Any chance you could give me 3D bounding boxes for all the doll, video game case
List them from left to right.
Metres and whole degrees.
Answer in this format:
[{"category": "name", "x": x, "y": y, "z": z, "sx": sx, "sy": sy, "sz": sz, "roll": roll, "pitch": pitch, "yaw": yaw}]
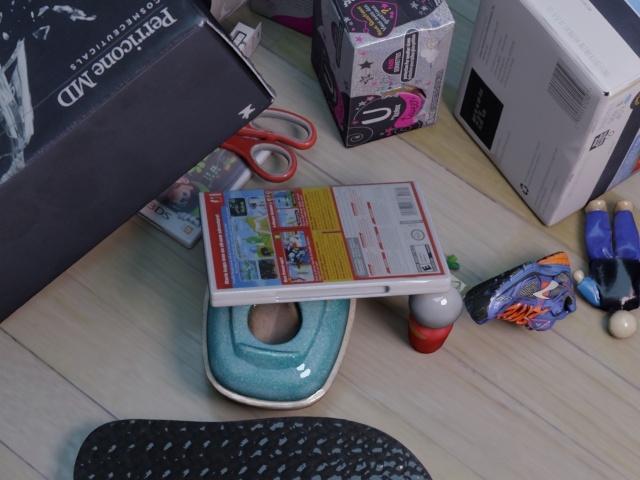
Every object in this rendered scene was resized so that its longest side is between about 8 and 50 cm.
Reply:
[{"category": "video game case", "x": -0.187, "y": -0.105, "z": 1.865, "sx": 0.173, "sy": 0.022, "sz": 0.190, "roll": 33, "pitch": 66, "yaw": 13}, {"category": "video game case", "x": 0.000, "y": 0.000, "z": 1.685, "sx": 0.285, "sy": 0.025, "sz": 0.204, "roll": -3, "pitch": 38, "yaw": -8}, {"category": "doll", "x": 0.392, "y": 0.039, "z": 1.808, "sx": 0.129, "sy": 0.046, "sz": 0.189, "roll": 2, "pitch": 63, "yaw": -1}]

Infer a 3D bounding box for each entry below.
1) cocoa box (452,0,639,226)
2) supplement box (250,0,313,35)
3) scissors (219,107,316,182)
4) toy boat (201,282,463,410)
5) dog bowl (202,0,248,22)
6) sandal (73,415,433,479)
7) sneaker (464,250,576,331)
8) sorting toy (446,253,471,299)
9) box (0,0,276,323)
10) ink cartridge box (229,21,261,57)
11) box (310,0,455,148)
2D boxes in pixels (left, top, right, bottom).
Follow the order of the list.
[{"category": "cocoa box", "x": 0.343, "y": -0.226, "z": 1.769, "sx": 0.228, "sy": 0.347, "sz": 0.231, "roll": -30, "pitch": 69, "yaw": -17}, {"category": "supplement box", "x": -0.025, "y": -0.399, "z": 1.910, "sx": 0.111, "sy": 0.220, "sz": 0.114, "roll": 25, "pitch": 64, "yaw": 8}, {"category": "scissors", "x": -0.155, "y": -0.155, "z": 1.871, "sx": 0.297, "sy": 0.021, "sz": 0.109, "roll": 16, "pitch": 67, "yaw": 7}, {"category": "toy boat", "x": 0.013, "y": 0.081, "z": 1.712, "sx": 0.318, "sy": 0.148, "sz": 0.268, "roll": 4, "pitch": 63, "yaw": 0}, {"category": "dog bowl", "x": -0.205, "y": -0.441, "z": 1.867, "sx": 0.102, "sy": 0.349, "sz": 0.349, "roll": -26, "pitch": 67, "yaw": -28}, {"category": "sandal", "x": -0.069, "y": 0.292, "z": 1.642, "sx": 0.445, "sy": 0.107, "sz": 0.168, "roll": 6, "pitch": 64, "yaw": 14}, {"category": "sneaker", "x": 0.261, "y": 0.073, "z": 1.722, "sx": 0.221, "sy": 0.083, "sz": 0.087, "roll": -15, "pitch": 78, "yaw": -49}, {"category": "sorting toy", "x": 0.165, "y": 0.058, "z": 1.806, "sx": 0.062, "sy": 0.012, "sz": 0.083, "roll": 33, "pitch": 70, "yaw": 18}, {"category": "box", "x": -0.401, "y": -0.233, "z": 1.693, "sx": 0.480, "sy": 0.297, "sz": 0.472, "roll": -39, "pitch": 72, "yaw": 3}, {"category": "ink cartridge box", "x": -0.115, "y": -0.270, "z": 1.936, "sx": 0.028, "sy": 0.048, "sz": 0.083, "roll": 28, "pitch": 64, "yaw": 11}, {"category": "box", "x": 0.075, "y": -0.260, "z": 1.829, "sx": 0.142, "sy": 0.247, "sz": 0.163, "roll": -16, "pitch": 65, "yaw": -9}]
